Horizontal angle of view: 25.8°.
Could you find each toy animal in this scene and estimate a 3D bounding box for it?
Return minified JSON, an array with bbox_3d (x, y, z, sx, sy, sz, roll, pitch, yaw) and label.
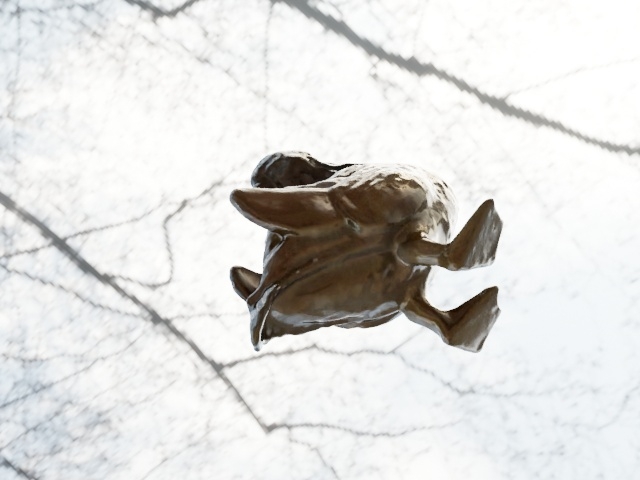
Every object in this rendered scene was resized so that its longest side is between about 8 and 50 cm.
[{"bbox_3d":[0.000,0.000,0.736,0.179,0.089,0.188,25,-146,35],"label":"toy animal"}]
